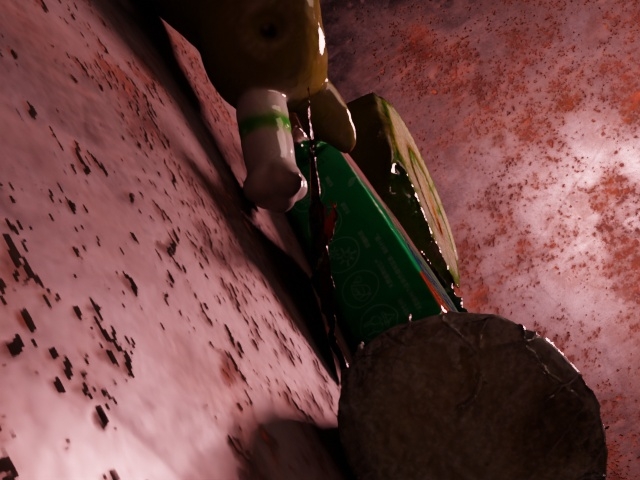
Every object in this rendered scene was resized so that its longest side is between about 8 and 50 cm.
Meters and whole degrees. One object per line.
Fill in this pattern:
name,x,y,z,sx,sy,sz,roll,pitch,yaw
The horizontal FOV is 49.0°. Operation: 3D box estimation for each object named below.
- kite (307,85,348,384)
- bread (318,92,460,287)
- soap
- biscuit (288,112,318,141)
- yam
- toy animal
kite,-0.001,0.000,0.559,0.189,0.009,0.232,110,-28,-73
bread,0.120,-0.056,1.166,0.382,0.129,0.366,48,24,-50
soap,0.059,0.032,0.726,0.218,0.098,0.273,38,17,-48
biscuit,-0.007,-0.146,1.199,0.236,0.039,0.180,59,14,-24
yam,0.110,0.135,0.474,0.154,0.154,0.254,60,5,23
toy animal,-0.057,-0.213,0.657,0.181,0.180,0.363,-16,61,-40
